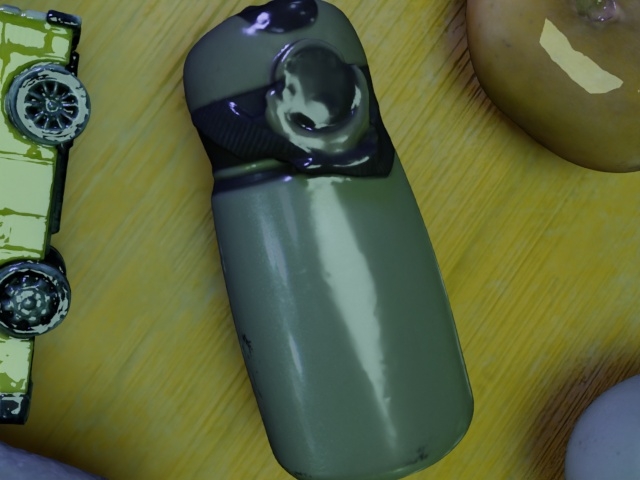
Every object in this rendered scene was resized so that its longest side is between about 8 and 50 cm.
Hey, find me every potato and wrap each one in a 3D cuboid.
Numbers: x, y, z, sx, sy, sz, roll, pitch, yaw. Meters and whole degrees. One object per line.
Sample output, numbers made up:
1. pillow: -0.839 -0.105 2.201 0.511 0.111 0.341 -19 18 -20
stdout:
1. potato: 0.220 -0.150 0.631 0.234 0.146 0.150 33 42 -9

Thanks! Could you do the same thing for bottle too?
1. bottle: 0.000 0.000 0.562 0.169 0.168 0.346 -19 101 -16

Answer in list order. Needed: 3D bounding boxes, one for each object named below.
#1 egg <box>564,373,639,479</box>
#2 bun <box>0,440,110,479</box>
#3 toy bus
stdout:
1. egg: 0.395 0.238 0.704 0.371 0.230 0.229 17 93 -25
2. bun: -0.254 0.256 0.483 0.355 0.194 0.354 -7 116 -15
3. toy bus: -0.238 -0.022 0.493 0.150 0.128 0.262 8 94 -20
